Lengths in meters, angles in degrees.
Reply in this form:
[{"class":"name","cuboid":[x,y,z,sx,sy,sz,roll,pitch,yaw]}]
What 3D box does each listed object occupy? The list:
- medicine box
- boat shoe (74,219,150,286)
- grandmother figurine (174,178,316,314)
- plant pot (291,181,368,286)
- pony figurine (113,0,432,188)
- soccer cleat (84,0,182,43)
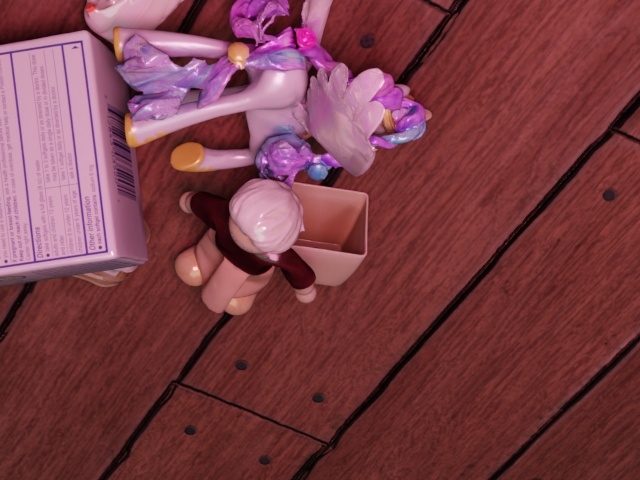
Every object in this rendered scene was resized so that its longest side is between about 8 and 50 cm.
[{"class":"medicine box","cuboid":[-0.373,-0.083,1.513,0.289,0.149,0.264,-8,85,7]},{"class":"boat shoe","cuboid":[-0.382,-0.015,1.680,0.302,0.113,0.103,21,125,-13]},{"class":"grandmother figurine","cuboid":[-0.091,0.011,1.588,0.207,0.104,0.342,27,160,-3]},{"class":"plant pot","cuboid":[0.000,0.000,1.699,0.109,0.109,0.096,8,141,-6]},{"class":"pony figurine","cuboid":[-0.045,-0.186,1.470,0.363,0.303,0.351,-4,161,0]},{"class":"soccer cleat","cuboid":[-0.184,-0.291,1.490,0.196,0.068,0.076,-22,140,19]}]
